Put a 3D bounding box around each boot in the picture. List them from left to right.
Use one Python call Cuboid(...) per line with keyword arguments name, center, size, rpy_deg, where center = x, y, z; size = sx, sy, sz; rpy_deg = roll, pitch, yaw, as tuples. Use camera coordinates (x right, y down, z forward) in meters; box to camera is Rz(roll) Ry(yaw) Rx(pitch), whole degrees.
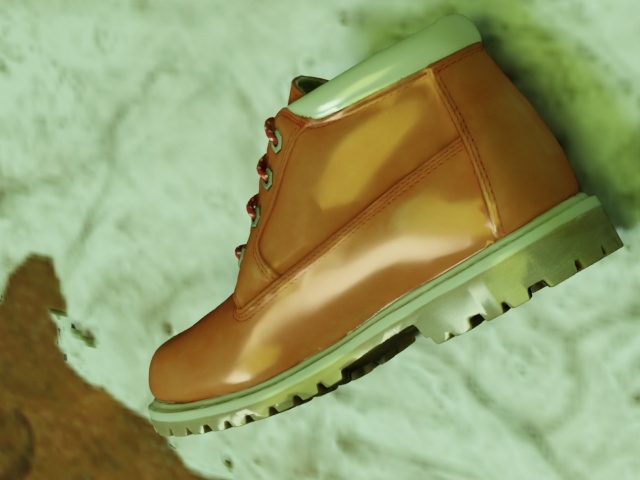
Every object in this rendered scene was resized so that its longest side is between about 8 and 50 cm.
Cuboid(name="boot", center=(0.000, 0.000, 0.427), size=(0.158, 0.059, 0.084), rpy_deg=(-31, 87, 30))
